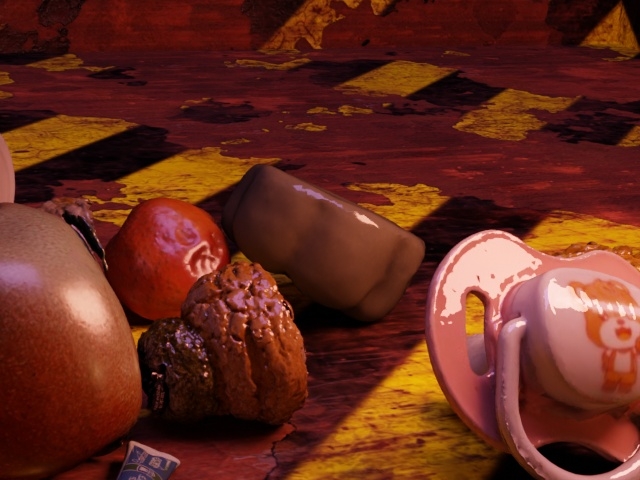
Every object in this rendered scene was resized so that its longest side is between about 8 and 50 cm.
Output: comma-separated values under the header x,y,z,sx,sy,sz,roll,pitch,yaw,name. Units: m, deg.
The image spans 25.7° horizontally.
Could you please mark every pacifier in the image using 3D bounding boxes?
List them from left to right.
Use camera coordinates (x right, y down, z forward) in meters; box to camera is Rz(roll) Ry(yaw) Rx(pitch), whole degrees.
x,y,z,sx,sy,sz,roll,pitch,yaw,name
0.236,0.118,1.458,0.332,0.220,0.273,10,13,-29,pacifier

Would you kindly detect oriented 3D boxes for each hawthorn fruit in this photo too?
x,y,z,sx,sy,sz,roll,pitch,yaw,name
-0.149,0.065,1.760,0.165,0.165,0.285,-15,49,-45,hawthorn fruit

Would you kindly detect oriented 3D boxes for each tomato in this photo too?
x,y,z,sx,sy,sz,roll,pitch,yaw,name
-0.318,0.093,1.397,0.303,0.239,0.303,3,21,-1,tomato

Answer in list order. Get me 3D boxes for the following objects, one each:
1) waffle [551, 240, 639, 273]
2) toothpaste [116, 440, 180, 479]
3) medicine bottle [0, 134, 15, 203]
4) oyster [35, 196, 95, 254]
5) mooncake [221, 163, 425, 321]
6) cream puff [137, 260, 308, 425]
x,y,z,sx,sy,sz,roll,pitch,yaw,name
0.442,0.050,1.958,0.253,0.056,0.249,2,13,18,waffle
-0.176,0.237,1.314,0.057,0.035,0.197,20,17,1,toothpaste
-0.568,-0.069,1.872,0.232,0.238,0.238,13,20,24,medicine bottle
-0.339,0.034,1.776,0.110,0.166,0.341,11,34,-3,oyster
0.000,0.000,1.822,0.275,0.135,0.275,29,4,-2,mooncake
-0.118,0.126,1.483,0.169,0.183,0.183,-17,24,-19,cream puff
